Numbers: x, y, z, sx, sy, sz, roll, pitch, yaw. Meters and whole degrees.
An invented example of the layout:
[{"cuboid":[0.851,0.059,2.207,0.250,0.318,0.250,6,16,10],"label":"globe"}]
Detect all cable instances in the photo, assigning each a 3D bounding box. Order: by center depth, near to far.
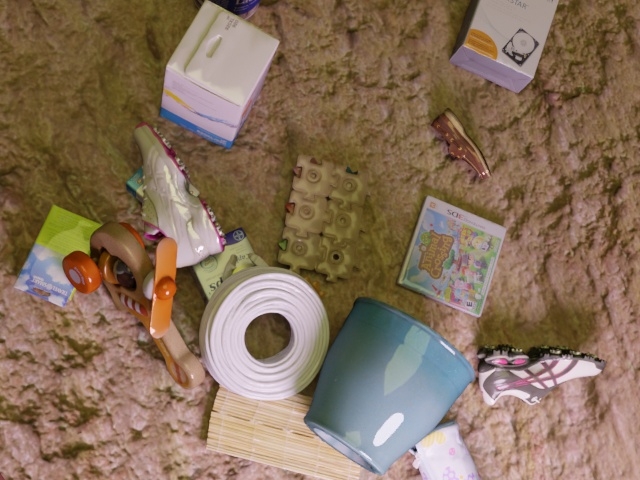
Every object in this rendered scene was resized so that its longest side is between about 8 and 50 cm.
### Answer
[{"cuboid":[-0.102,0.178,1.752,0.257,0.089,0.257,28,83,-19],"label":"cable"}]

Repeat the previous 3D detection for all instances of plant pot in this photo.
[{"cuboid":[0.111,0.289,1.730,0.271,0.271,0.255,35,74,-2],"label":"plant pot"}]

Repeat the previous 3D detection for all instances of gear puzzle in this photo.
[{"cuboid":[0.000,0.000,1.902,0.175,0.044,0.339,14,76,-10],"label":"gear puzzle"}]

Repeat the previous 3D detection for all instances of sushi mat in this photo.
[{"cuboid":[-0.061,0.371,1.796,0.316,0.019,0.151,17,72,-8],"label":"sushi mat"}]

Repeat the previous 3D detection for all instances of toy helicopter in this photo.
[{"cuboid":[-0.308,0.122,1.709,0.140,0.235,0.355,-38,105,-37],"label":"toy helicopter"}]

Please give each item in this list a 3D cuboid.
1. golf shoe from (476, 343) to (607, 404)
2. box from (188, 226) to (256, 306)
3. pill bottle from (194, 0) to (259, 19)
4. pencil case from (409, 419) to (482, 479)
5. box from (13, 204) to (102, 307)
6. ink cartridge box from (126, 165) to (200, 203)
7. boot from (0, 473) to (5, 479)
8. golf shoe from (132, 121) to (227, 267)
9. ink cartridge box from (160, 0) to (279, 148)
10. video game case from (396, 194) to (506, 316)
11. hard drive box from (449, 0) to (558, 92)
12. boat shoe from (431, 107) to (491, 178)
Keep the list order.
[{"cuboid":[0.456,0.277,1.908,0.272,0.105,0.120,1,91,-6],"label":"golf shoe"},{"cuboid":[-0.186,0.063,1.823,0.126,0.072,0.137,-24,82,-17],"label":"box"},{"cuboid":[-0.180,-0.572,1.891,0.153,0.265,0.153,3,75,-11],"label":"pill bottle"},{"cuboid":[0.264,0.486,1.782,0.113,0.124,0.273,-28,83,26],"label":"pencil case"},{"cuboid":[-0.504,0.033,1.775,0.109,0.042,0.178,23,72,-5],"label":"box"},{"cuboid":[-0.316,-0.099,1.847,0.122,0.052,0.088,41,71,2],"label":"ink cartridge box"},{"cuboid":[-0.706,0.433,1.596,0.264,0.096,0.280,-36,85,-18],"label":"boot"},{"cuboid":[-0.303,-0.086,1.763,0.140,0.115,0.306,-31,75,-1],"label":"golf shoe"},{"cuboid":[-0.206,-0.325,1.836,0.168,0.233,0.171,27,72,-4],"label":"ink cartridge box"},{"cuboid":[0.282,0.032,1.961,0.193,0.023,0.212,22,72,-6],"label":"video game case"},{"cuboid":[0.420,-0.483,2.095,0.181,0.089,0.232,23,71,-6],"label":"hard drive box"},{"cuboid":[0.309,-0.204,2.016,0.060,0.064,0.178,-35,83,12],"label":"boat shoe"}]
